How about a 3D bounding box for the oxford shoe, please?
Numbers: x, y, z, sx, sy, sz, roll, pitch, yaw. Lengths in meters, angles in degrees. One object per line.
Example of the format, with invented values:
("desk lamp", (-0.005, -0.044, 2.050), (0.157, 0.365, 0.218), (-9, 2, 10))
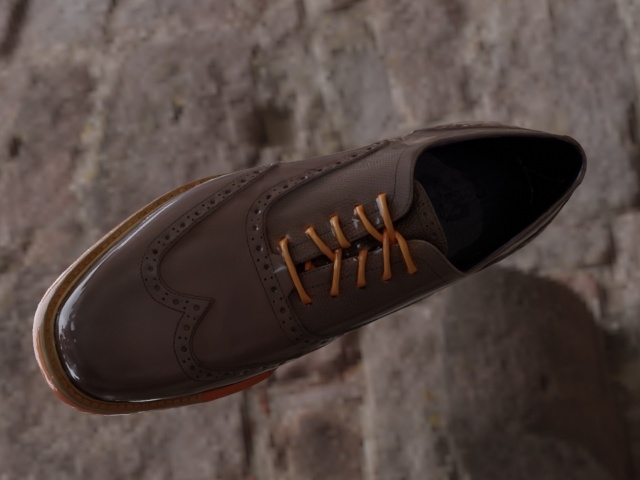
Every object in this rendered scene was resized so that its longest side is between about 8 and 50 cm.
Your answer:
("oxford shoe", (0.000, 0.000, 1.013), (0.364, 0.133, 0.130), (-25, -88, -29))
